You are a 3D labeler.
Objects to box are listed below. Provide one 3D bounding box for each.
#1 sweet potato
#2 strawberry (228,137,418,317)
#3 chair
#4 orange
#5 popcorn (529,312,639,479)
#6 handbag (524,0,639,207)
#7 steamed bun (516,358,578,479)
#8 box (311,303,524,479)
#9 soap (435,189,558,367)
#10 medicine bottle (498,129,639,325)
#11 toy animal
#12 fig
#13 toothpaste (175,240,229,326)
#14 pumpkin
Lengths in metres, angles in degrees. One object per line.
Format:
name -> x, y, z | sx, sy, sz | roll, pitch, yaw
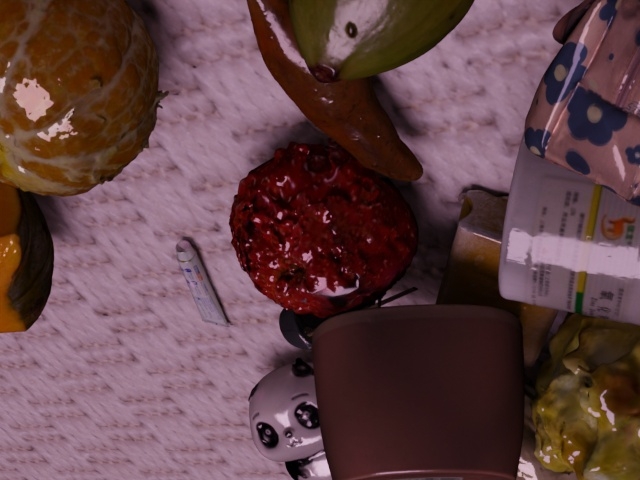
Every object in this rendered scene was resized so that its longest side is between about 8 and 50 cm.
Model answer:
sweet potato -> 0.005, -0.202, 1.371 | 0.112, 0.112, 0.359 | -11, 135, 34
strawberry -> 0.000, 0.000, 1.525 | 0.274, 0.220, 0.274 | 9, 141, 8
chair -> 0.038, 0.099, 1.733 | 0.095, 0.104, 0.221 | 24, 143, -32
orange -> -0.358, -0.208, 1.418 | 0.329, 0.249, 0.329 | 16, 140, 14
popcorn -> 0.425, 0.197, 1.506 | 0.312, 0.312, 0.312 | 13, 141, 10
handbag -> 0.334, -0.181, 1.130 | 0.190, 0.251, 0.193 | 31, 137, 15
steamed bun -> 0.329, 0.290, 1.719 | 0.280, 0.268, 0.207 | 22, 126, -41
box -> 0.137, 0.226, 1.522 | 0.301, 0.216, 0.301 | -3, 158, -1
soap -> 0.252, 0.058, 1.586 | 0.174, 0.089, 0.274 | 15, 143, 7
medicine bottle -> 0.340, -0.024, 1.322 | 0.232, 0.238, 0.238 | 10, 141, 15
toy animal -> -0.017, 0.314, 1.950 | 0.187, 0.165, 0.235 | -27, 125, 18
fig -> 0.058, -0.265, 1.182 | 0.203, 0.225, 0.203 | 23, 166, 6
toothpaste -> -0.197, 0.077, 1.861 | 0.052, 0.033, 0.218 | 10, 144, 20
pumpkin -> -0.570, 0.003, 1.767 | 0.303, 0.256, 0.225 | -2, 138, -9
